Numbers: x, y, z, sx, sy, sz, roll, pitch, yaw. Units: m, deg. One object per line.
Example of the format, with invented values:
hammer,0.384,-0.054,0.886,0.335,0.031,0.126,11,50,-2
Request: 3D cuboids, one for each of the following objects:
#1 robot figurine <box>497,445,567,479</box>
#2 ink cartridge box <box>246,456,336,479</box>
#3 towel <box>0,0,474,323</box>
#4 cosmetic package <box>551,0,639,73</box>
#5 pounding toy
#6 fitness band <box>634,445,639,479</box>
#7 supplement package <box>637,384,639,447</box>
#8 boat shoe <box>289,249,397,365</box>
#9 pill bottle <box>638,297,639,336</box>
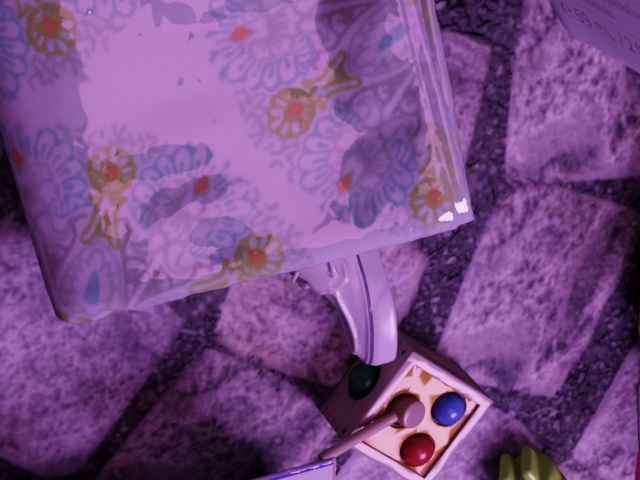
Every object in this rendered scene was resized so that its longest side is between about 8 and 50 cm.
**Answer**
robot figurine,0.223,0.262,1.860,0.101,0.067,0.115,-22,123,20
ink cartridge box,-0.133,0.331,1.713,0.304,0.072,0.307,-13,127,-15
towel,-0.076,-0.120,1.501,0.374,0.090,0.320,-13,107,-2
cosmetic package,0.326,-0.363,1.475,0.327,0.329,0.393,-34,120,-5
pounding toy,0.070,0.165,1.734,0.141,0.100,0.130,33,97,-30
fitness band,0.432,0.223,1.774,0.291,0.054,0.209,10,104,-25
supplement package,0.483,0.231,1.909,0.262,0.145,0.204,-15,117,-16
boat shoe,0.000,0.000,1.639,0.088,0.096,0.267,-20,117,-9
pill bottle,0.374,0.052,1.800,0.117,0.117,0.208,-9,116,-19
